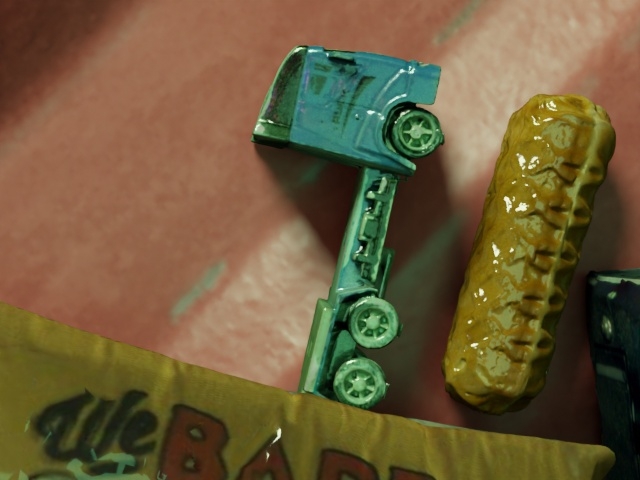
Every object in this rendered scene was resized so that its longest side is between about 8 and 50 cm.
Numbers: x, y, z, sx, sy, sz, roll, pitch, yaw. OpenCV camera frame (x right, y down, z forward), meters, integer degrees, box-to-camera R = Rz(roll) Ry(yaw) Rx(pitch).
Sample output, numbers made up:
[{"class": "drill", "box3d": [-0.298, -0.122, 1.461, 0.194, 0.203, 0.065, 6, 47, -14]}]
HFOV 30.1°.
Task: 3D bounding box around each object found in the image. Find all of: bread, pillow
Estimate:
[{"class": "bread", "box3d": [0.097, 0.006, 0.557, 0.052, 0.044, 0.157, 17, 88, -15]}, {"class": "pillow", "box3d": [-0.065, 0.189, 0.487, 0.310, 0.119, 0.312, 15, 96, -6]}]

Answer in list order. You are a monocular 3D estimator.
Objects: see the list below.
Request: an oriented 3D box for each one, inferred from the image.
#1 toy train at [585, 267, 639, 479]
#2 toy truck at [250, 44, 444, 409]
[{"class": "toy train", "box3d": [0.192, 0.213, 0.551, 0.089, 0.086, 0.409, -7, 91, -12]}, {"class": "toy truck", "box3d": [0.000, 0.000, 0.534, 0.081, 0.067, 0.175, 13, 91, -4]}]
